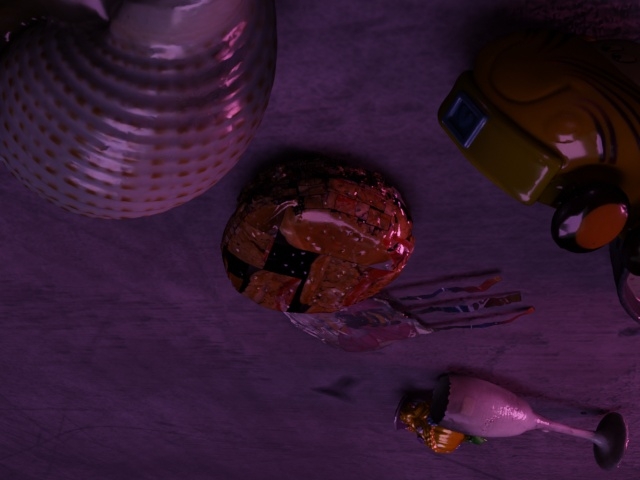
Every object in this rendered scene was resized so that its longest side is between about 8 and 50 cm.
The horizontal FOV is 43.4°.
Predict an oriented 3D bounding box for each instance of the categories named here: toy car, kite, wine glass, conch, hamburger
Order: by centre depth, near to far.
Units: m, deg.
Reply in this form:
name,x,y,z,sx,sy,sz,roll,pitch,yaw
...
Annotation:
name,x,y,z,sx,sy,sz,roll,pitch,yaw
conch,-0.164,-0.179,0.568,0.302,0.215,0.319,20,116,-26
toy car,0.224,-0.088,0.645,0.247,0.200,0.142,15,120,-34
hamburger,0.000,0.000,0.916,0.230,0.107,0.231,8,141,6
kite,0.107,0.105,1.134,0.360,0.022,0.204,-14,142,35
wine glass,0.353,0.270,1.225,0.309,0.096,0.264,16,162,-9

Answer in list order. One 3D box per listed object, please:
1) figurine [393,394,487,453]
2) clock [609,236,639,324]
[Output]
name,x,y,z,sx,sy,sz,roll,pitch,yaw
figurine,0.204,0.310,1.358,0.156,0.095,0.115,17,173,20
clock,0.477,0.021,0.851,0.324,0.067,0.325,7,148,4
